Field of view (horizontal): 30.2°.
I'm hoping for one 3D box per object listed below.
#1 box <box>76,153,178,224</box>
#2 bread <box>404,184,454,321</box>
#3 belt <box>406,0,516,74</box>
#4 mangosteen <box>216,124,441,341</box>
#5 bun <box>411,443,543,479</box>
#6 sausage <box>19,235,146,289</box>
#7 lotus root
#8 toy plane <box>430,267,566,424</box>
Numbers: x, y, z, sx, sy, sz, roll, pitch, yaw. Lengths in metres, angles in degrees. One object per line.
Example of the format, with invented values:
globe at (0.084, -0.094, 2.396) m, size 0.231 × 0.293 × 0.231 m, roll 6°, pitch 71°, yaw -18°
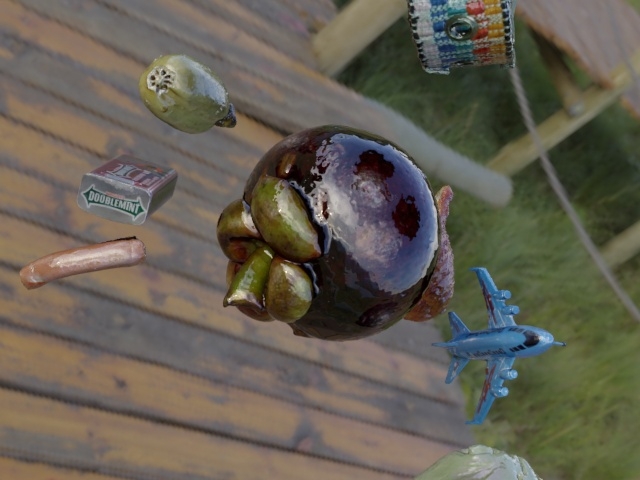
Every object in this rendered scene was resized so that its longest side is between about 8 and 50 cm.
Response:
box at (-0.315, -0.088, 1.963) m, size 0.120 × 0.069 × 0.224 m, roll 16°, pitch 13°, yaw -1°
bread at (0.168, 0.037, 1.963) m, size 0.139 × 0.269 × 0.095 m, roll -29°, pitch 53°, yaw -24°
belt at (0.180, -0.315, 1.486) m, size 0.257 × 0.150 × 0.207 m, roll -29°, pitch 114°, yaw -77°
mangosteen at (0.000, 0.000, 1.634) m, size 0.347 × 0.307 × 0.307 m, roll -19°, pitch 73°, yaw -37°
bun at (0.218, 0.386, 1.690) m, size 0.283 × 0.283 × 0.179 m, roll -27°, pitch 109°, yaw -60°
sausage at (-0.324, 0.030, 1.615) m, size 0.047 × 0.176 × 0.040 m, roll 76°, pitch 1°, yaw -65°
lotus root at (-0.170, -0.188, 1.539) m, size 0.183 × 0.090 × 0.077 m, roll 22°, pitch 41°, yaw -63°
toy plane at (0.282, 0.165, 1.880) m, size 0.105 × 0.271 × 0.254 m, roll 10°, pitch 78°, yaw -34°
